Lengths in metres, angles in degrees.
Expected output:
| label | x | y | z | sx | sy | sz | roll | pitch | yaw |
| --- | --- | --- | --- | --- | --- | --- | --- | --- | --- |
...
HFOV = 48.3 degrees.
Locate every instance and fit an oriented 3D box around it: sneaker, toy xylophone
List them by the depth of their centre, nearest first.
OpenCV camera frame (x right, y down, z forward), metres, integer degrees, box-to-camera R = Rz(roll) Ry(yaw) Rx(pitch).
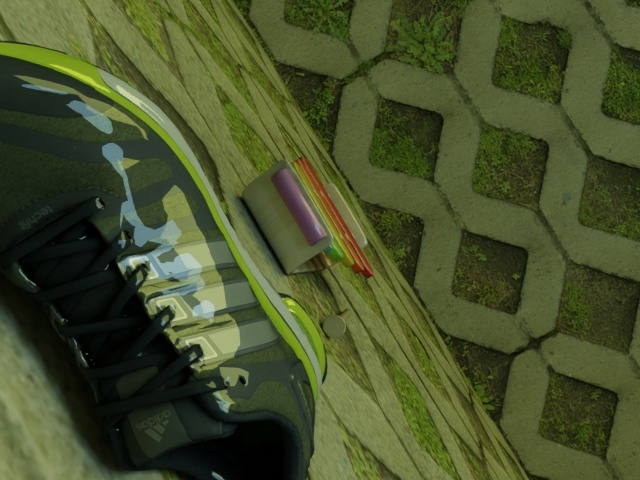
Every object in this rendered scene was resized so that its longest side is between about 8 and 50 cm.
| label | x | y | z | sx | sy | sz | roll | pitch | yaw |
| --- | --- | --- | --- | --- | --- | --- | --- | --- | --- |
| sneaker | -0.081 | 0.035 | 0.348 | 0.300 | 0.111 | 0.121 | 49 | 16 | -34 |
| toy xylophone | 0.000 | 0.000 | 0.964 | 0.236 | 0.081 | 0.322 | 58 | 9 | -2 |
